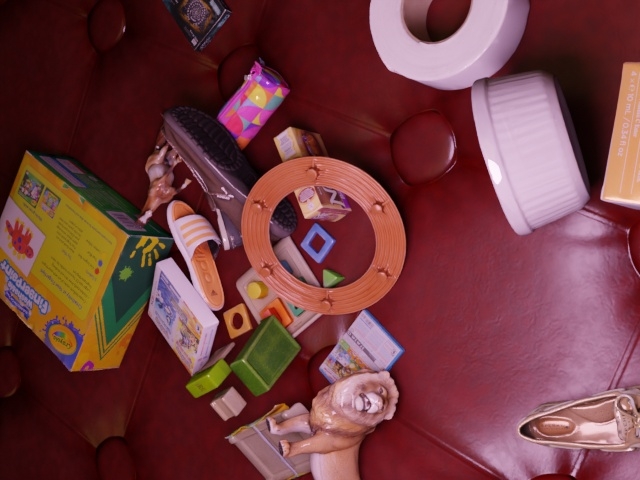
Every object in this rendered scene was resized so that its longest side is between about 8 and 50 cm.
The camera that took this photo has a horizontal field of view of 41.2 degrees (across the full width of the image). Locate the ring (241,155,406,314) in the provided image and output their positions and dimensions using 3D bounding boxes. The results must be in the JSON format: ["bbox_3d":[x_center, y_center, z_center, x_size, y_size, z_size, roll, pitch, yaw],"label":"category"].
[{"bbox_3d":[0.000,0.000,1.657,0.336,0.032,0.336,7,114,15],"label":"ring"}]

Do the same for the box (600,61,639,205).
[{"bbox_3d":[0.619,-0.135,1.244,0.345,0.168,0.215,10,93,35],"label":"box"}]

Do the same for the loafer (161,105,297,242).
[{"bbox_3d":[-0.214,-0.122,1.787,0.366,0.134,0.130,49,121,-1],"label":"loafer"}]

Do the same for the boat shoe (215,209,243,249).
[{"bbox_3d":[-0.204,-0.079,1.900,0.065,0.075,0.206,-10,72,-9],"label":"boat shoe"}]

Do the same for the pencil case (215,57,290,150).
[{"bbox_3d":[-0.168,-0.278,1.847,0.236,0.104,0.104,-51,62,23],"label":"pencil case"}]

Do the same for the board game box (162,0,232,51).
[{"bbox_3d":[-0.292,-0.550,1.990,0.126,0.026,0.186,-44,64,25],"label":"board game box"}]

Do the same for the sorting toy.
[{"bbox_3d":[-0.091,0.113,1.805,0.348,0.047,0.196,-42,66,26],"label":"sorting toy"}]

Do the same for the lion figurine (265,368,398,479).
[{"bbox_3d":[0.028,0.436,1.644,0.142,0.240,0.392,-138,46,-59],"label":"lion figurine"}]

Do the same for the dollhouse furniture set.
[{"bbox_3d":[-0.100,0.341,1.780,0.197,0.151,0.301,-31,103,36],"label":"dollhouse furniture set"}]

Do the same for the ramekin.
[{"bbox_3d":[0.349,-0.152,1.387,0.127,0.273,0.273,-17,78,21],"label":"ramekin"}]

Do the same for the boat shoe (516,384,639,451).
[{"bbox_3d":[0.463,0.298,1.381,0.285,0.089,0.104,-19,77,33],"label":"boat shoe"}]

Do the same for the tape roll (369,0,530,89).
[{"bbox_3d":[0.233,-0.424,1.570,0.286,0.100,0.286,-2,87,35],"label":"tape roll"}]

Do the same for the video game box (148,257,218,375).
[{"bbox_3d":[-0.313,0.172,1.914,0.205,0.048,0.187,49,143,27],"label":"video game box"}]

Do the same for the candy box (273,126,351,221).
[{"bbox_3d":[-0.016,-0.132,1.726,0.053,0.109,0.186,-33,69,29],"label":"candy box"}]

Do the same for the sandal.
[{"bbox_3d":[-0.254,0.023,1.901,0.076,0.102,0.265,-27,81,30],"label":"sandal"}]

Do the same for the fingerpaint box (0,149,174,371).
[{"bbox_3d":[-0.610,0.045,2.103,0.445,0.163,0.371,34,106,32],"label":"fingerpaint box"}]

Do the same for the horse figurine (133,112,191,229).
[{"bbox_3d":[-0.360,-0.166,1.967,0.174,0.066,0.263,-41,43,36],"label":"horse figurine"}]

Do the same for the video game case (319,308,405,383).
[{"bbox_3d":[0.080,0.238,1.699,0.119,0.015,0.166,46,113,27],"label":"video game case"}]
